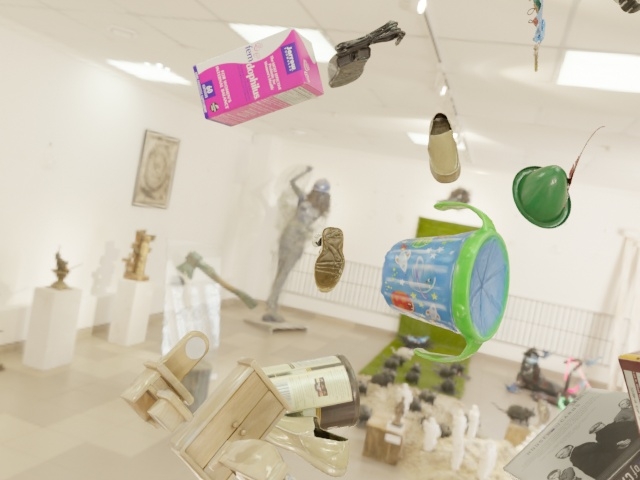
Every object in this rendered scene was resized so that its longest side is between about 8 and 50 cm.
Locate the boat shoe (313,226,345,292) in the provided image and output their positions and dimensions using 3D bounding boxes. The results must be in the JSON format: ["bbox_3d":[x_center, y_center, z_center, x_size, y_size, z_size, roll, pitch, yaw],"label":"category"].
[{"bbox_3d":[0.017,0.038,0.941,0.050,0.045,0.135,8,46,5],"label":"boat shoe"}]

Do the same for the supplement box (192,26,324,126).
[{"bbox_3d":[-0.120,-0.313,1.112,0.220,0.111,0.114,-15,-2,18],"label":"supplement box"}]

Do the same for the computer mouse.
[{"bbox_3d":[0.101,-0.453,1.358,0.184,0.060,0.262,-22,-2,-4],"label":"computer mouse"}]

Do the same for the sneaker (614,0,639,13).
[{"bbox_3d":[0.462,-0.450,0.918,0.208,0.094,0.081,22,-50,-42],"label":"sneaker"}]

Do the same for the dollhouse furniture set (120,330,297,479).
[{"bbox_3d":[-0.049,0.260,0.750,0.355,0.174,0.303,-6,-55,51],"label":"dollhouse furniture set"}]

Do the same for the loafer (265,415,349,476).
[{"bbox_3d":[-0.046,0.447,1.330,0.268,0.092,0.102,26,-1,11],"label":"loafer"}]

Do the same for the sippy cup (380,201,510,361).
[{"bbox_3d":[0.262,0.086,1.232,0.224,0.305,0.240,6,-40,38],"label":"sippy cup"}]

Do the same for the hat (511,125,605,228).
[{"bbox_3d":[0.604,-0.156,1.429,0.173,0.208,0.183,1,-20,-14],"label":"hat"}]

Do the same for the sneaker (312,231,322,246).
[{"bbox_3d":[0.000,0.000,1.305,0.032,0.037,0.083,42,-36,-9],"label":"sneaker"}]

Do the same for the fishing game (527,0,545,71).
[{"bbox_3d":[0.400,-0.457,1.053,0.041,0.264,0.189,4,4,20],"label":"fishing game"}]

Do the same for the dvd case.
[{"bbox_3d":[0.335,0.257,0.710,0.029,0.179,0.238,49,-7,9],"label":"dvd case"}]

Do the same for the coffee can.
[{"bbox_3d":[-0.058,0.429,1.547,0.275,0.201,0.201,-5,8,-20],"label":"coffee can"}]

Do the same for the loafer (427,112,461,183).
[{"bbox_3d":[0.214,-0.167,1.010,0.056,0.148,0.050,-13,-33,14],"label":"loafer"}]

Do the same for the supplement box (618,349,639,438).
[{"bbox_3d":[0.403,0.142,0.541,0.188,0.104,0.081,-12,-5,-7],"label":"supplement box"}]
